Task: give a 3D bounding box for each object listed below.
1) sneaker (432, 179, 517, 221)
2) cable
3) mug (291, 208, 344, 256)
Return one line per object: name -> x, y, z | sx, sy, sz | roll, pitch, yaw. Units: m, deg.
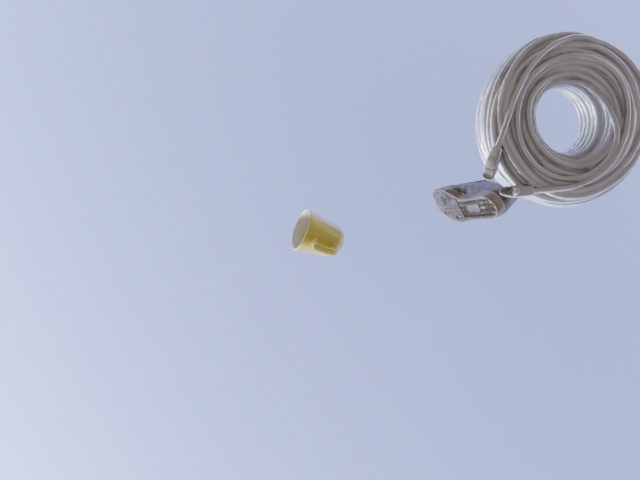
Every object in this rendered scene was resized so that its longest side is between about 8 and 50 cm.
sneaker -> 0.275, -0.074, 1.164 | 0.071, 0.188, 0.066 | -31, -70, -18
cable -> 0.362, -0.178, 0.994 | 0.257, 0.089, 0.257 | 8, -89, -10
mug -> -0.002, 0.000, 0.952 | 0.064, 0.062, 0.078 | 20, -130, -21
